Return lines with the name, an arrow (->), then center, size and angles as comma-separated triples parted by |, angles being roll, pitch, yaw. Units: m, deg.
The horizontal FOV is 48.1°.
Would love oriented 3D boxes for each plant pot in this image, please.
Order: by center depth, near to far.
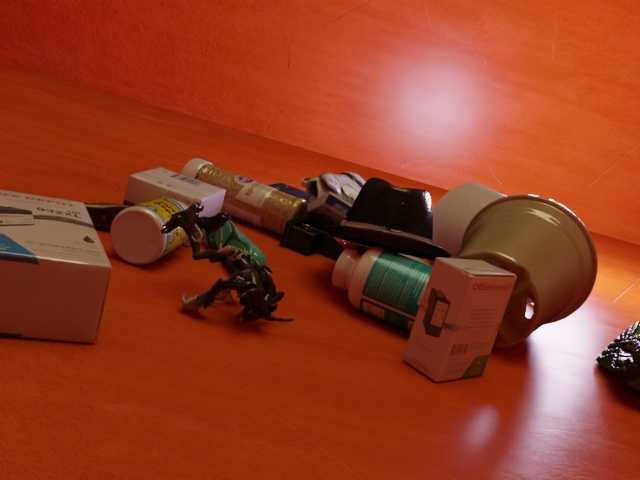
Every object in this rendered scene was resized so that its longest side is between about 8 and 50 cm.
plant pot -> 0.428, 0.090, 1.637 | 0.334, 0.333, 0.305 | 24, 27, 24

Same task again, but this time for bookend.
bookend -> 0.000, 0.000, 1.882 | 0.156, 0.072, 0.157 | 23, 15, 20

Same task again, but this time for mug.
mug -> 0.513, 0.049, 1.979 | 0.328, 0.276, 0.374 | 34, -10, 49

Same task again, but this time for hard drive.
hard drive -> -0.049, -0.120, 2.324 | 0.255, 0.054, 0.172 | 22, 14, 14

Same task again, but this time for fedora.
fedora -> 0.165, -0.054, 1.646 | 0.334, 0.152, 0.334 | 14, -1, 0

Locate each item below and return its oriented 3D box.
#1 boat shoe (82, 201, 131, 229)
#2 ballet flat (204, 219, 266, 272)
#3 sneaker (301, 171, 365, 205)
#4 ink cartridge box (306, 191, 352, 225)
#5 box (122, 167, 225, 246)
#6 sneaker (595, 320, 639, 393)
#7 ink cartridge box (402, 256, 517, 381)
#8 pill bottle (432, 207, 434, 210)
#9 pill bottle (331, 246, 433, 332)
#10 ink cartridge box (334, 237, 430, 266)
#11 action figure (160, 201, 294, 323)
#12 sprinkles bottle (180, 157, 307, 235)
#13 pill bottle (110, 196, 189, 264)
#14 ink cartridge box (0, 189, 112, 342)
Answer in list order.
boat shoe -> -0.466, -0.057, 1.564 | 0.178, 0.064, 0.060 | 5, 20, -33
ballet flat -> -0.188, 0.021, 1.600 | 0.087, 0.083, 0.247 | 37, 1, -33
sneaker -> 0.097, -0.085, 2.134 | 0.210, 0.137, 0.366 | 0, 36, -42
ink cartridge box -> 0.067, -0.042, 1.991 | 0.223, 0.045, 0.224 | 30, -17, -13
box -> -0.346, -0.083, 1.693 | 0.181, 0.119, 0.182 | 19, 15, 6
sneaker -> 0.714, 0.284, 1.592 | 0.146, 0.134, 0.343 | 46, 15, 8
ink cartridge box -> 0.262, 0.145, 1.340 | 0.154, 0.212, 0.093 | 3, 19, -43
pill bottle -> 0.537, -0.011, 2.295 | 0.361, 0.204, 0.204 | 10, 16, -28
pill bottle -> 0.161, 0.103, 1.520 | 0.264, 0.146, 0.146 | 22, 15, 19
ink cartridge box -> 0.142, 0.058, 1.813 | 0.231, 0.077, 0.134 | 11, 14, -23
action figure -> -0.169, 0.068, 1.304 | 0.275, 0.141, 0.164 | 52, 18, 20
sprinkles bottle -> -0.215, -0.116, 1.976 | 0.356, 0.121, 0.121 | 22, 15, 17
pill bottle -> -0.339, -0.027, 1.487 | 0.118, 0.117, 0.208 | 19, 13, 6
ink cartridge box -> -0.467, 0.025, 1.107 | 0.223, 0.128, 0.307 | 9, 16, -28
